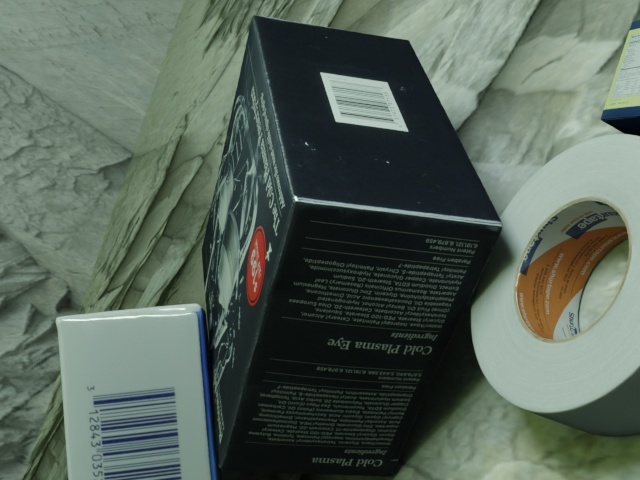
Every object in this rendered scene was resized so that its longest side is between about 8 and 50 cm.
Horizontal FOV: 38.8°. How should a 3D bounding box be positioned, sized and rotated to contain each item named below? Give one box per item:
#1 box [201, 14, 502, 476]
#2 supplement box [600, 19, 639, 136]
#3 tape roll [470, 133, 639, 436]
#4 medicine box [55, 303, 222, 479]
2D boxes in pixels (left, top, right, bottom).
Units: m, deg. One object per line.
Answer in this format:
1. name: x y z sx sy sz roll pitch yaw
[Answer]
1. box: 0.000 0.000 0.899 0.343 0.179 0.312 -104 24 -52
2. supplement box: 0.270 -0.114 0.681 0.056 0.083 0.083 8 77 63
3. tape roll: 0.212 0.033 0.686 0.219 0.072 0.219 -44 33 39
4. medicine box: -0.192 0.210 1.026 0.289 0.149 0.263 139 125 -83
